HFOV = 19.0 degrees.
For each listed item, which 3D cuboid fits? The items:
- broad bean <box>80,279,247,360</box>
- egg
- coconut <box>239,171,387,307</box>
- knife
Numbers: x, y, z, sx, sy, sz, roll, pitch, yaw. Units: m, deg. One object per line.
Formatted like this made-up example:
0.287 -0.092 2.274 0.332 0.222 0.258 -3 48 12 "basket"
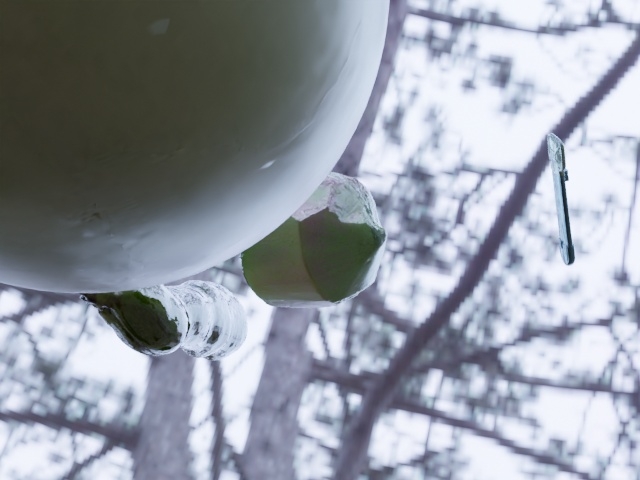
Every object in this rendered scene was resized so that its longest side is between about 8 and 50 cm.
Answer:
-0.088 0.050 1.209 0.053 0.256 0.052 15 -91 14 "broad bean"
-0.094 -0.099 0.601 0.219 0.219 0.269 -18 -51 23 "egg"
0.000 0.000 1.102 0.081 0.082 0.083 -9 -41 32 "coconut"
0.165 -0.027 1.294 0.010 0.027 0.096 -13 -66 -10 "knife"
